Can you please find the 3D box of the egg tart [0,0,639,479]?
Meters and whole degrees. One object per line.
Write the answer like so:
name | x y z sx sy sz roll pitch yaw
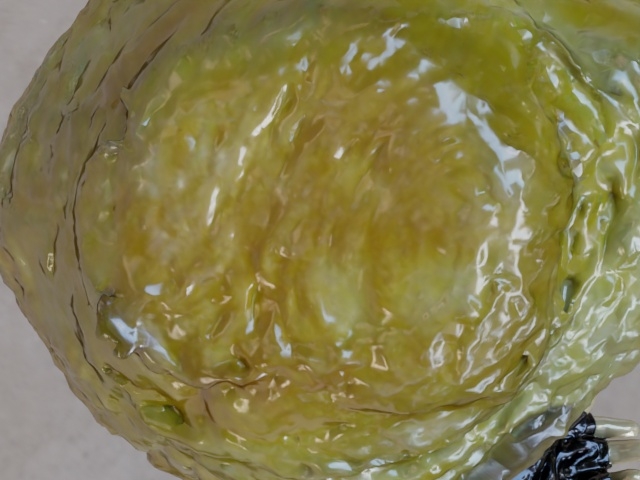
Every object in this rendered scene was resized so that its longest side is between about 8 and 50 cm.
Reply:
egg tart | 0.000 0.000 0.829 0.351 0.153 0.339 24 105 7

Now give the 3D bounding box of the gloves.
gloves | 0.237 0.225 1.692 0.203 0.124 0.164 -16 110 -39
